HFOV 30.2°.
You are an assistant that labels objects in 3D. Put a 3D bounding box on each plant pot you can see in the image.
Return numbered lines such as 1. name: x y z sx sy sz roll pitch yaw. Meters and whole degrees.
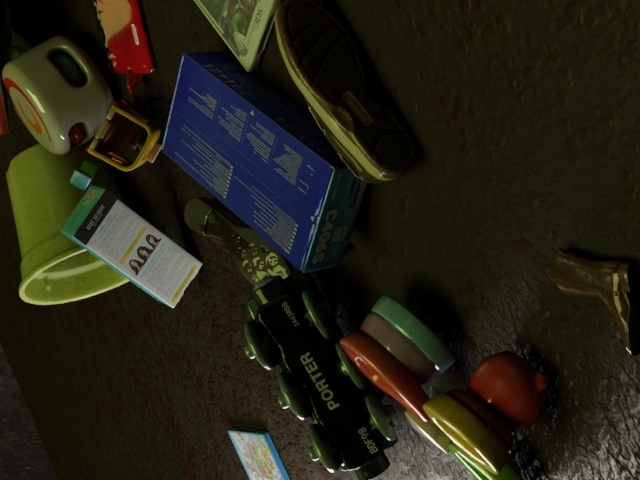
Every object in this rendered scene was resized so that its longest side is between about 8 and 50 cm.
1. plant pot: -0.479 -0.048 2.266 0.253 0.276 0.276 66 154 16

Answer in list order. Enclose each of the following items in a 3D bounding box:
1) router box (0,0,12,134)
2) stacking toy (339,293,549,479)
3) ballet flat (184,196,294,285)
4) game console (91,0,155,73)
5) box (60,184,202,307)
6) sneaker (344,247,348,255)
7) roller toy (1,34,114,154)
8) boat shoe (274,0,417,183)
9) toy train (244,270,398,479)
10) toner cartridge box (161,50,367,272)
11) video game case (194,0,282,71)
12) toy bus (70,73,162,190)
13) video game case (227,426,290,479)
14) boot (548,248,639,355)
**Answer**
1. router box: -0.634 -0.414 2.199 0.301 0.082 0.335 95 167 -46
2. stacking toy: 0.190 0.201 1.551 0.309 0.130 0.279 36 168 45
3. ballet flat: -0.123 0.003 1.908 0.250 0.058 0.084 34 110 33
4. game console: -0.325 -0.358 1.961 0.124 0.085 0.144 4 124 22
5. box: -0.330 0.013 2.085 0.244 0.100 0.060 40 166 -34
6. sneaker: 0.000 0.000 1.706 0.109 0.040 0.043 22 130 50
7. roller toy: -0.464 -0.263 2.138 0.191 0.146 0.209 28 147 51
8. boat shoe: 0.015 -0.177 1.470 0.257 0.095 0.095 60 158 3
9. toy train: 0.004 0.193 1.747 0.334 0.142 0.190 59 -173 -4
10. toner cartridge box: -0.085 -0.118 1.657 0.348 0.075 0.165 40 127 35
11. video game case: -0.128 -0.352 1.626 0.190 0.022 0.173 54 151 15
12. toy bus: -0.324 -0.173 2.018 0.104 0.202 0.191 30 142 -4
13. video game case: -0.120 0.423 2.307 0.166 0.015 0.119 -11 105 61
14. boot: 0.296 0.064 1.269 0.114 0.037 0.106 8 108 53
